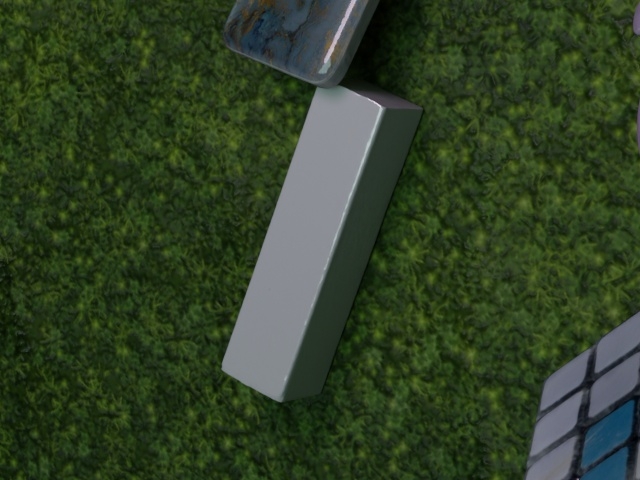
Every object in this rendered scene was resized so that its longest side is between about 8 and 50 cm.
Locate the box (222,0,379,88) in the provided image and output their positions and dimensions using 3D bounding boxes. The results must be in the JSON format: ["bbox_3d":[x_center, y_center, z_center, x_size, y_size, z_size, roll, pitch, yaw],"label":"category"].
[{"bbox_3d":[0.018,-0.285,1.703,0.142,0.044,0.285,25,91,35],"label":"box"}]

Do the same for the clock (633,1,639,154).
[{"bbox_3d":[0.406,-0.138,1.477,0.338,0.102,0.338,2,93,32],"label":"clock"}]

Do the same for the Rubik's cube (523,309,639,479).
[{"bbox_3d":[0.323,0.190,1.408,0.253,0.256,0.259,44,119,-13],"label":"Rubik's cube"}]

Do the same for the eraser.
[{"bbox_3d":[0.000,0.000,1.748,0.076,0.078,0.298,28,107,27],"label":"eraser"}]
